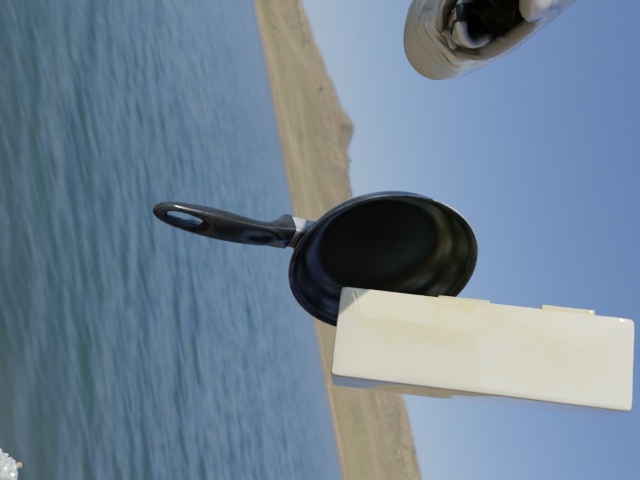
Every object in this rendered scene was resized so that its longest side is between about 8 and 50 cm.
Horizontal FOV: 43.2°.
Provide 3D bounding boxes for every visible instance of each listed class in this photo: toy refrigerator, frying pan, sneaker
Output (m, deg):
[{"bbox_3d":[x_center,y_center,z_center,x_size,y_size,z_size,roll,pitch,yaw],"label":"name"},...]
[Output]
[{"bbox_3d":[0.150,0.106,0.784,0.102,0.270,0.094,79,18,-74],"label":"toy refrigerator"},{"bbox_3d":[0.000,0.022,0.831,0.053,0.326,0.197,-99,-169,-46],"label":"frying pan"},{"bbox_3d":[0.129,-0.193,0.676,0.110,0.118,0.292,45,-16,-7],"label":"sneaker"}]

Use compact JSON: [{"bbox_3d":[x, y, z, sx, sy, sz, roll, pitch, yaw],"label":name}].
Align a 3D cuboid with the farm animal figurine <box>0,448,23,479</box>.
[{"bbox_3d":[-0.764,0.456,1.482,0.327,0.330,0.172,37,3,9],"label":"farm animal figurine"}]
